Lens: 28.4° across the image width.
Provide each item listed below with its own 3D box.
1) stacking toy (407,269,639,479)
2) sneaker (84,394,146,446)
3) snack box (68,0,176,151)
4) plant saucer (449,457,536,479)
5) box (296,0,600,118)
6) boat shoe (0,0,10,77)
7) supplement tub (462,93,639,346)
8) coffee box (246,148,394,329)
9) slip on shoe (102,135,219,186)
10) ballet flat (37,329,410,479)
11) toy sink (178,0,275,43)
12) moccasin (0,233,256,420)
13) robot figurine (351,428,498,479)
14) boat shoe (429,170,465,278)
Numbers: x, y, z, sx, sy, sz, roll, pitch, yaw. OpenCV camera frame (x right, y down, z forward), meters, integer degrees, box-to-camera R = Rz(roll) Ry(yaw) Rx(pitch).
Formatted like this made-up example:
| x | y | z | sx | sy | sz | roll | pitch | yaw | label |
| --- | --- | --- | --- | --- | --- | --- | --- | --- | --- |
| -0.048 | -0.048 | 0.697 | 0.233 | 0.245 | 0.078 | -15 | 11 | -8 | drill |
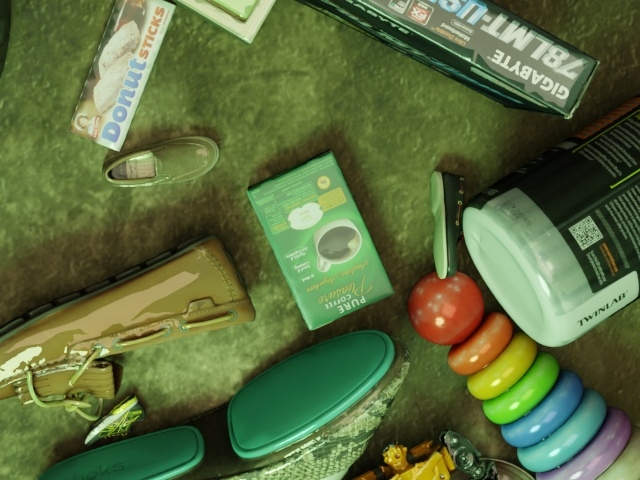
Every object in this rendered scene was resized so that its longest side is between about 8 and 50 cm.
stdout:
| x | y | z | sx | sy | sz | roll | pitch | yaw | label |
| --- | --- | --- | --- | --- | --- | --- | --- | --- | --- |
| 0.232 | 0.162 | 1.477 | 0.141 | 0.141 | 0.330 | -42 | 93 | 3 | stacking toy |
| -0.242 | 0.220 | 1.491 | 0.083 | 0.031 | 0.035 | -40 | 100 | 2 | sneaker |
| -0.225 | -0.195 | 1.436 | 0.064 | 0.022 | 0.178 | 21 | 96 | -8 | snack box |
| 0.197 | 0.343 | 1.534 | 0.168 | 0.029 | 0.168 | 0 | 94 | 3 | plant saucer |
| 0.115 | -0.226 | 1.319 | 0.295 | 0.293 | 0.073 | 26 | 96 | -8 | box |
| -0.389 | -0.318 | 1.359 | 0.116 | 0.123 | 0.324 | 10 | 96 | -3 | boat shoe |
| 0.333 | -0.038 | 1.401 | 0.316 | 0.193 | 0.194 | -31 | 99 | -9 | supplement tub |
| 0.000 | 0.000 | 1.472 | 0.113 | 0.040 | 0.184 | -26 | 99 | 0 | coffee box |
| -0.183 | -0.089 | 1.445 | 0.135 | 0.041 | 0.051 | -7 | 99 | -3 | slip on shoe |
| -0.097 | 0.264 | 1.465 | 0.482 | 0.164 | 0.182 | -25 | 121 | 5 | ballet flat |
| -0.139 | -0.335 | 1.367 | 0.234 | 0.131 | 0.153 | 31 | 94 | -7 | toy sink |
| -0.258 | 0.128 | 1.434 | 0.380 | 0.139 | 0.147 | -24 | 91 | -10 | moccasin |
| 0.133 | 0.366 | 1.468 | 0.211 | 0.085 | 0.291 | -24 | 93 | -15 | robot figurine |
| 0.150 | -0.018 | 1.454 | 0.042 | 0.049 | 0.133 | 6 | 64 | -10 | boat shoe |
